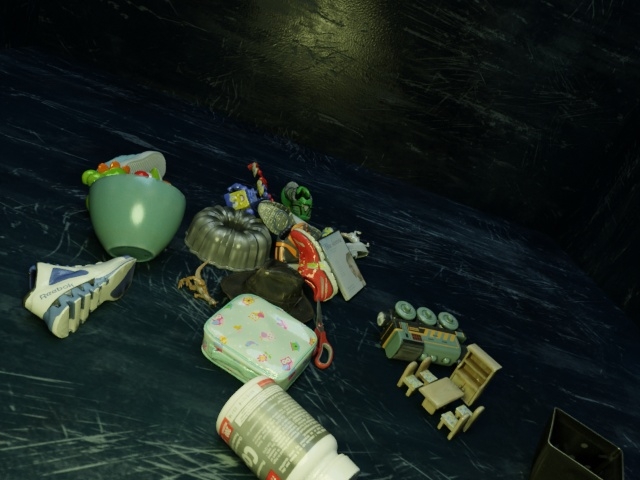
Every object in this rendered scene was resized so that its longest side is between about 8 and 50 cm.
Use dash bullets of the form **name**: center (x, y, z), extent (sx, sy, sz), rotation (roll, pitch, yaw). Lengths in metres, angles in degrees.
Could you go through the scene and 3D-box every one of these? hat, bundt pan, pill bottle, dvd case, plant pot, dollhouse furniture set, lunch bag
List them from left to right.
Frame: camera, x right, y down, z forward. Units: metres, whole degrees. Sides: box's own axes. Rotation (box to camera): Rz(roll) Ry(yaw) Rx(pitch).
- **plant pot**: center (-0.573, -0.047, 1.453), extent (0.289, 0.290, 0.196), rotation (10, 63, -25)
- **bundt pan**: center (-0.328, -0.025, 1.741), extent (0.330, 0.124, 0.331), rotation (19, 25, -9)
- **lunch bag**: center (-0.171, 0.277, 1.256), extent (0.279, 0.108, 0.224), rotation (28, 39, 17)
- **hat**: center (-0.146, 0.140, 1.517), extent (0.330, 0.134, 0.331), rotation (23, 20, -9)
- **pill bottle**: center (-0.069, 0.432, 0.977), extent (0.283, 0.162, 0.161), rotation (35, 27, 26)
- **dvd case**: center (0.083, 0.089, 1.799), extent (0.253, 0.022, 0.180), rotation (63, 31, 0)
- **dollhouse furniture set**: center (0.399, 0.421, 1.388), extent (0.241, 0.161, 0.212), rotation (-2, 34, -43)
- **plant pot**: center (0.657, 0.598, 1.237), extent (0.188, 0.167, 0.187), rotation (32, 26, 22)

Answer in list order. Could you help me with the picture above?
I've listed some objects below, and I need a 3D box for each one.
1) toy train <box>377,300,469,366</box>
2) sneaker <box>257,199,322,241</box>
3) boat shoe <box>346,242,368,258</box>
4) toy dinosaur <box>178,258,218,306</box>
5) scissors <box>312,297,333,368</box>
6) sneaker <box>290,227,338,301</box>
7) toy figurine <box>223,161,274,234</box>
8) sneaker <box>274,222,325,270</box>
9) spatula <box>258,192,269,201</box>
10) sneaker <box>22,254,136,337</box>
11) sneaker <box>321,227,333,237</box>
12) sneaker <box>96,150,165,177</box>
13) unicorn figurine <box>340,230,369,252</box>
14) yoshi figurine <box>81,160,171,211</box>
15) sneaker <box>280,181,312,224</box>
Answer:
- **toy train**: center (0.349, 0.329, 1.586), extent (0.333, 0.142, 0.190), rotation (16, 37, -18)
- **sneaker**: center (-0.134, -0.066, 1.857), extent (0.297, 0.111, 0.129), rotation (35, 1, -31)
- **boat shoe**: center (0.137, 0.055, 2.047), extent (0.184, 0.066, 0.063), rotation (-2, 44, -48)
- **toy dinosaur**: center (-0.382, 0.134, 1.468), extent (0.112, 0.064, 0.212), rotation (24, 26, -44)
- **scissors**: center (0.005, 0.286, 1.476), extent (0.108, 0.021, 0.297), rotation (28, 28, -2)
- **sneaker**: center (-0.041, 0.088, 1.648), extent (0.118, 0.107, 0.279), rotation (-28, 87, -19)
- **toy figurine**: center (-0.307, -0.129, 1.989), extent (0.191, 0.217, 0.363), rotation (62, 7, -65)
- **sneaker**: center (-0.033, 0.021, 1.791), extent (0.320, 0.180, 0.124), rotation (-2, -1, -43)
- **spatula**: center (-0.236, -0.171, 2.225), extent (0.084, 0.031, 0.296), rotation (-1, 32, -36)
- **sneaker**: center (-0.637, 0.103, 1.216), extent (0.182, 0.128, 0.315), rotation (27, 26, 5)
- **sneaker**: center (0.000, 0.000, 2.003), extent (0.126, 0.091, 0.240), rotation (-5, 11, -9)
- **sneaker**: center (-0.776, -0.306, 1.935), extent (0.149, 0.136, 0.366), rotation (10, 14, 9)
- **unicorn figurine**: center (0.156, -0.003, 2.174), extent (0.111, 0.060, 0.162), rotation (-6, 36, -47)
- **yoshi figurine**: center (-0.694, -0.150, 1.697), extent (0.362, 0.203, 0.203), rotation (10, 64, -56)
- **sneaker**: center (-0.098, -0.206, 2.274), extent (0.134, 0.147, 0.344), rotation (11, 26, -23)
